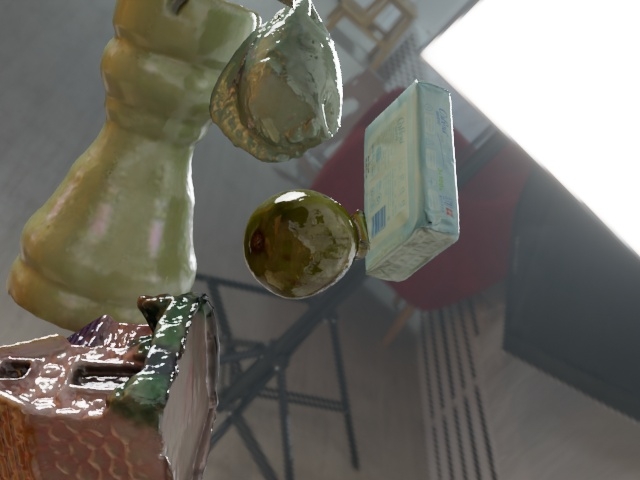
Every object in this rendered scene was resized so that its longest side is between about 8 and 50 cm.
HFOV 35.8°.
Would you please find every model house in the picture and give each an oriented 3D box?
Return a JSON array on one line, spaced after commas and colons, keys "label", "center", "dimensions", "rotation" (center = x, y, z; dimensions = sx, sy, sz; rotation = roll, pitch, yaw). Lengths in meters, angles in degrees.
[{"label": "model house", "center": [-0.235, 0.158, 0.985], "dimensions": [0.238, 0.202, 0.237], "rotation": [1, 35, 5]}]

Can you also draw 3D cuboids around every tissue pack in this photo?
[{"label": "tissue pack", "center": [0.137, -0.089, 1.521], "dimensions": [0.089, 0.177, 0.263], "rotation": [16, 58, -23]}]

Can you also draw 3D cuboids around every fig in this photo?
[{"label": "fig", "center": [-0.011, 0.011, 1.282], "dimensions": [0.186, 0.142, 0.148], "rotation": [25, 8, -34]}]

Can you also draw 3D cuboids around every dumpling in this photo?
[{"label": "dumpling", "center": [-0.050, -0.183, 1.104], "dimensions": [0.149, 0.105, 0.216], "rotation": [2, 63, -4]}]

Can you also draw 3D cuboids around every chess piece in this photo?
[{"label": "chess piece", "center": [-0.226, -0.108, 1.253], "dimensions": [0.234, 0.442, 0.234], "rotation": [19, 13, -5]}]

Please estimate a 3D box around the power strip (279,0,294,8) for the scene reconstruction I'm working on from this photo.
[{"label": "power strip", "center": [-0.091, -0.195, 0.543], "dimensions": [0.216, 0.044, 0.137], "rotation": [50, 26, 23]}]
